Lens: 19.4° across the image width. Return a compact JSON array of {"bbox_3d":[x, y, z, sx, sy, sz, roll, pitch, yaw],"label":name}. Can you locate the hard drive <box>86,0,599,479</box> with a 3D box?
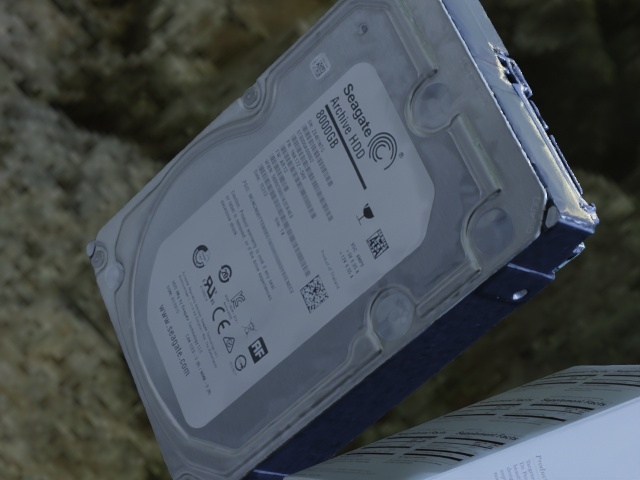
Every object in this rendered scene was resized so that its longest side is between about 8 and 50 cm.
[{"bbox_3d":[0.000,0.000,1.225,0.339,0.237,0.064,-40,147,26],"label":"hard drive"}]

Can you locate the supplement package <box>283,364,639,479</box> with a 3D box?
[{"bbox_3d":[0.121,0.184,0.994,0.203,0.194,0.149,-17,-177,-25],"label":"supplement package"}]
